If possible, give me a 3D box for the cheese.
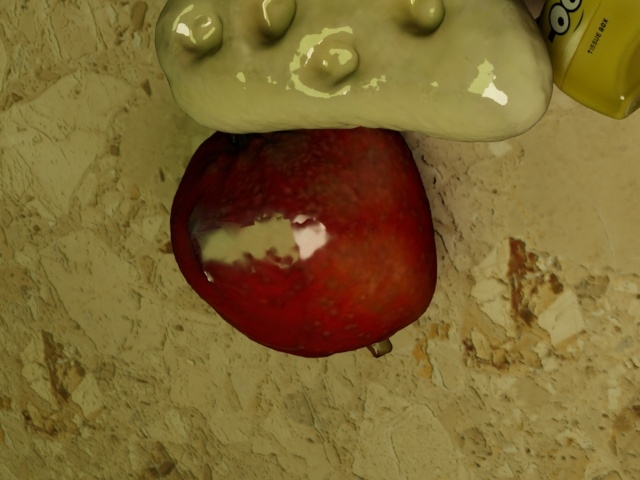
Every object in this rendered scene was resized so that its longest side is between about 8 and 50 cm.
[{"bbox_3d":[0.018,-0.177,1.619,0.328,0.129,0.351,-38,69,15],"label":"cheese"}]

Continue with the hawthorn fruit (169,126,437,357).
[{"bbox_3d":[0.000,0.000,1.791,0.265,0.265,0.307,-18,118,38],"label":"hawthorn fruit"}]

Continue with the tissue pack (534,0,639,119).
[{"bbox_3d":[0.271,-0.211,1.570,0.127,0.123,0.178,41,136,18],"label":"tissue pack"}]
